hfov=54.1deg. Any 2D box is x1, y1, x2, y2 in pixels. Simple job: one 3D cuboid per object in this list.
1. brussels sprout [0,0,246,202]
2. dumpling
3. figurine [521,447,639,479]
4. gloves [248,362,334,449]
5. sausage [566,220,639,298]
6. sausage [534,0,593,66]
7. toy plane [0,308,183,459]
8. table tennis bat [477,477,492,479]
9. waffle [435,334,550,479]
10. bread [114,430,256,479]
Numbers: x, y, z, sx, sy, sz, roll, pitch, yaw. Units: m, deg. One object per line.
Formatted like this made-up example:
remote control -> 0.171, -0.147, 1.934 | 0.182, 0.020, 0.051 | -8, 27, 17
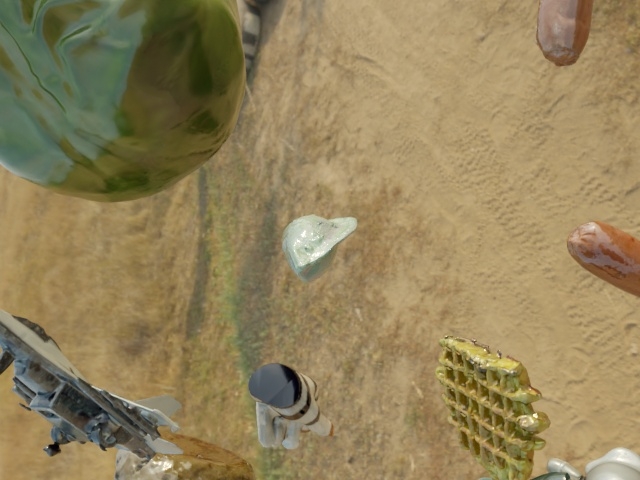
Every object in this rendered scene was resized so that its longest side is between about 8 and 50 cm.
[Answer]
brussels sprout -> -0.233, -0.220, 0.633 | 0.289, 0.355, 0.281 | -31, 39, 18
dumpling -> -0.012, -0.002, 1.213 | 0.149, 0.104, 0.217 | -55, 13, 16
figurine -> 0.361, 0.341, 0.809 | 0.192, 0.126, 0.147 | -15, 38, 29
gloves -> -0.057, 0.312, 1.187 | 0.219, 0.140, 0.131 | 66, -167, -61
sausage -> 0.642, 0.048, 1.314 | 0.114, 0.259, 0.113 | -64, 1, 3
sausage -> 0.423, -0.496, 1.040 | 0.094, 0.094, 0.419 | 7, 85, 43
toy plane -> -0.203, 0.131, 0.511 | 0.159, 0.234, 0.082 | -8, 54, 33
table tennis bat -> 0.417, 0.581, 1.368 | 0.040, 0.244, 0.153 | -52, 53, 23
waffle -> 0.298, 0.284, 1.112 | 0.283, 0.065, 0.310 | 101, 153, -48
bread -> -0.221, 0.386, 0.994 | 0.230, 0.229, 0.123 | 4, 76, 61
